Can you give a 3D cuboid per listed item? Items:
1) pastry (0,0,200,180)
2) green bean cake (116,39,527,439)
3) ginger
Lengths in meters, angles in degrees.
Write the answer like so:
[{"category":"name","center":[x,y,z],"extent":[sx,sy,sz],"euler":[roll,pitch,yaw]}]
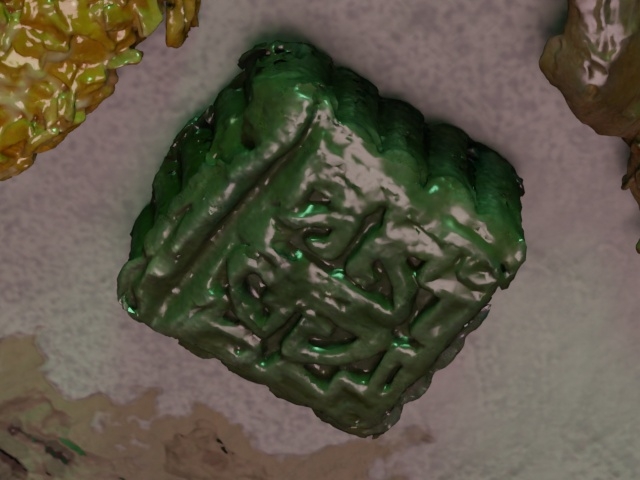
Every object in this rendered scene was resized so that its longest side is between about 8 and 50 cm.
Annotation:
[{"category":"pastry","center":[-0.178,-0.150,1.101],"extent":[0.250,0.102,0.154],"euler":[-38,116,21]},{"category":"green bean cake","center":[0.000,0.000,1.182],"extent":[0.255,0.132,0.241],"euler":[31,121,-18]},{"category":"ginger","center":[0.236,-0.104,1.134],"extent":[0.122,0.084,0.290],"euler":[-21,119,21]}]
